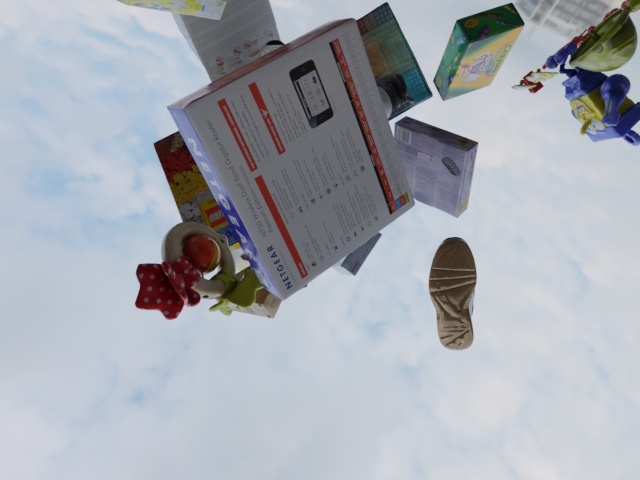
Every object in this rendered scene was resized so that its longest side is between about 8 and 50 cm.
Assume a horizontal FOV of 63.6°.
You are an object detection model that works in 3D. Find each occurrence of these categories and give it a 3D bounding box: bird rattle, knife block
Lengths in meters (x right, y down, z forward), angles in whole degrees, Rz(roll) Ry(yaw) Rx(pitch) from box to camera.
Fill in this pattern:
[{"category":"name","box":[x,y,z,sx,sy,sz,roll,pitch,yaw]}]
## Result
[{"category":"bird rattle","box":[-0.239,0.058,0.994,0.253,0.143,0.207,10,-131,-40]},{"category":"knife block","box":[-0.168,0.107,1.575,0.275,0.088,0.242,6,-125,27]}]

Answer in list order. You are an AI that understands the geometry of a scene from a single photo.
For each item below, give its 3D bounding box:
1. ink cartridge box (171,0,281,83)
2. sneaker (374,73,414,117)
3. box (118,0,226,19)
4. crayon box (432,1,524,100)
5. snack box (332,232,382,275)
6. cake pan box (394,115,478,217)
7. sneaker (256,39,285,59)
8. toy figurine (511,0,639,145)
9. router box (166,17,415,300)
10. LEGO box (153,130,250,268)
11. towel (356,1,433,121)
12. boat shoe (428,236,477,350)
[{"category":"ink cartridge box","box":[-0.306,-0.717,1.719,0.308,0.385,0.091,-37,-134,-17]},{"category":"sneaker","box":[0.126,-0.411,1.389,0.153,0.101,0.268,-25,-128,-34]},{"category":"box","box":[-0.246,-0.404,0.834,0.179,0.043,0.105,0,-174,-18]},{"category":"crayon box","box":[0.436,-0.523,1.458,0.165,0.278,0.081,-20,-106,-7]},{"category":"snack box","box":[0.122,0.038,1.826,0.070,0.207,0.175,35,-97,-4]},{"category":"cake pan box","box":[0.331,-0.223,1.561,0.266,0.246,0.070,29,-130,34]},{"category":"sneaker","box":[-0.177,-0.506,1.714,0.130,0.323,0.236,-7,-151,-15]},{"category":"toy figurine","box":[0.504,-0.261,0.872,0.217,0.191,0.362,52,-175,-3]},{"category":"router box","box":[-0.024,-0.127,0.818,0.301,0.336,0.082,-34,-151,-21]},{"category":"LEGO box","box":[-0.280,-0.113,1.647,0.193,0.500,0.373,-24,-101,5]},{"category":"towel","box":[0.207,-0.610,1.847,0.370,0.271,0.040,58,-170,-20]},{"category":"boat shoe","box":[0.294,0.111,1.147,0.102,0.285,0.092,-6,-153,12]}]
